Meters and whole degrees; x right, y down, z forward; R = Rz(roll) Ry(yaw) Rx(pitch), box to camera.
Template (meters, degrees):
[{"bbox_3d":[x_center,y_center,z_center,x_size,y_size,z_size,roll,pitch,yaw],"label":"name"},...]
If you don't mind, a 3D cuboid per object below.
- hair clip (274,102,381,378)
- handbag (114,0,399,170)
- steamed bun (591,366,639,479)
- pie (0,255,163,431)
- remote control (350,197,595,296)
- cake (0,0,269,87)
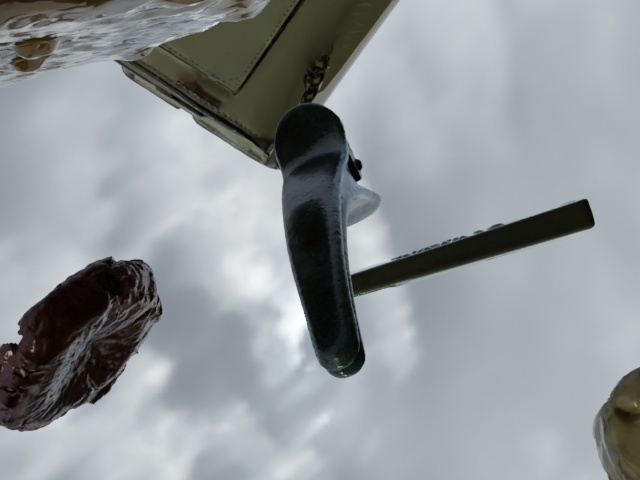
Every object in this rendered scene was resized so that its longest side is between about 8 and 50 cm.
[{"bbox_3d":[0.000,0.000,0.826,0.070,0.039,0.229,62,-169,-17],"label":"hair clip"},{"bbox_3d":[-0.033,-0.273,1.803,0.358,0.237,0.160,-54,-23,-6],"label":"handbag"},{"bbox_3d":[0.290,0.155,1.017,0.295,0.292,0.137,49,175,26],"label":"steamed bun"},{"bbox_3d":[-0.160,0.070,1.199,0.038,0.153,0.153,44,-146,18],"label":"pie"},{"bbox_3d":[0.142,0.011,1.917,0.123,0.285,0.038,142,113,-83],"label":"remote control"},{"bbox_3d":[-0.201,-0.230,0.860,0.332,0.332,0.321,-14,-86,-53],"label":"cake"}]
